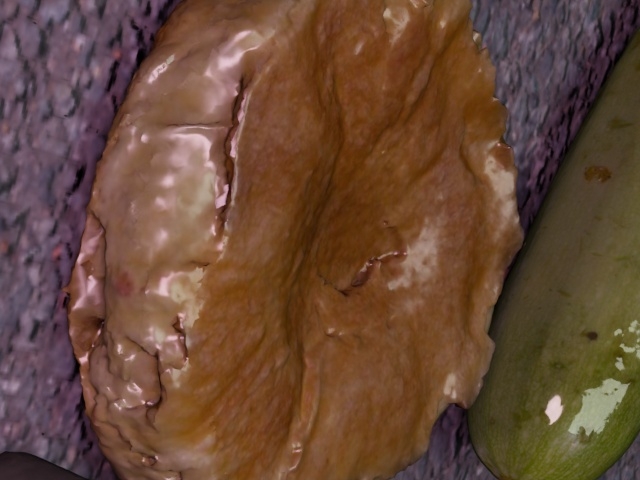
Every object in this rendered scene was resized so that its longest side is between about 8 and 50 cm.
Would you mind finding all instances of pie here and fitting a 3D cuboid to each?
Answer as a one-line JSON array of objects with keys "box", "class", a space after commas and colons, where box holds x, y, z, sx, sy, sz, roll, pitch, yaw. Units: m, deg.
[{"box": [0.000, 0.000, 0.989, 0.339, 0.083, 0.339, -18, 114, -47], "class": "pie"}]

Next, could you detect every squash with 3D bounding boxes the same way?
[{"box": [0.196, -0.005, 1.222, 0.118, 0.118, 0.371, 48, 60, -48], "class": "squash"}]

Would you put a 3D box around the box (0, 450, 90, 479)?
[{"box": [-0.106, 0.196, 0.809, 0.148, 0.210, 0.129, -32, 133, -43], "class": "box"}]
